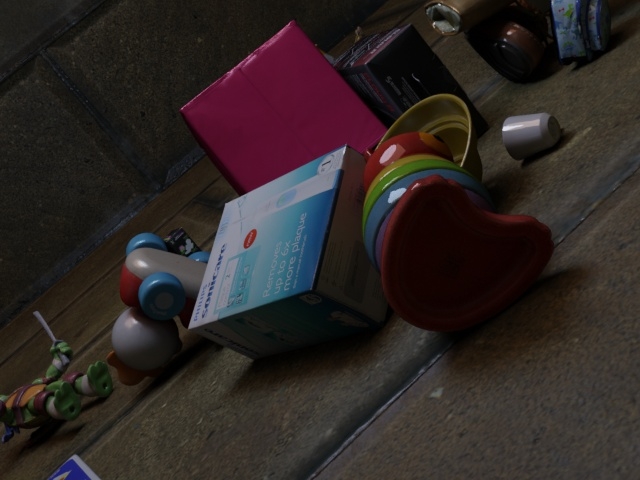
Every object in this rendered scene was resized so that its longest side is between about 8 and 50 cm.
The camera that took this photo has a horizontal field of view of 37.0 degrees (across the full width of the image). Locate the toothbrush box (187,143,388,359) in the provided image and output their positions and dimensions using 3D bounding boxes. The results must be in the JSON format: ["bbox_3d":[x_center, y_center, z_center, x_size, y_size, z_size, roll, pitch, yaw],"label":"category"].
[{"bbox_3d":[-0.032,0.026,1.314,0.295,0.126,0.216,-21,47,50],"label":"toothbrush box"}]

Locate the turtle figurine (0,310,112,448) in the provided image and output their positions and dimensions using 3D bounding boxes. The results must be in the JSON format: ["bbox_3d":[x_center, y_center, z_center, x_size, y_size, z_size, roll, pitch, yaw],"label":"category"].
[{"bbox_3d":[-0.539,0.247,1.784,0.266,0.198,0.274,-7,74,33],"label":"turtle figurine"}]

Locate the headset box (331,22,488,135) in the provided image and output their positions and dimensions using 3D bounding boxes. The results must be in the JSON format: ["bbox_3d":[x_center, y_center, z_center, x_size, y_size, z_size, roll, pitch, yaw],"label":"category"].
[{"bbox_3d":[0.142,-0.245,1.636,0.110,0.218,0.293,-42,16,-7],"label":"headset box"}]

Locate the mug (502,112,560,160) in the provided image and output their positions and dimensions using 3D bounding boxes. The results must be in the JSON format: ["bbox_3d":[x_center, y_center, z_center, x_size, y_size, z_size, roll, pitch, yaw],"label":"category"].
[{"bbox_3d":[0.297,-0.152,1.319,0.064,0.062,0.078,-13,36,43],"label":"mug"}]

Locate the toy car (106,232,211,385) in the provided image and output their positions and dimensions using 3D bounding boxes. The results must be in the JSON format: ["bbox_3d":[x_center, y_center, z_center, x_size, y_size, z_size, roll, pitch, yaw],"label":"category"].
[{"bbox_3d":[-0.265,0.145,1.628,0.238,0.210,0.219,-64,25,13],"label":"toy car"}]

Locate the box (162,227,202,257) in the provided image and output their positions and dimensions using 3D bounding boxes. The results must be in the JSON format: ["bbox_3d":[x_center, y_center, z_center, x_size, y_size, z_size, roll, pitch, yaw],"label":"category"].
[{"bbox_3d":[-0.324,0.019,2.218,0.052,0.083,0.062,-46,17,-24],"label":"box"}]

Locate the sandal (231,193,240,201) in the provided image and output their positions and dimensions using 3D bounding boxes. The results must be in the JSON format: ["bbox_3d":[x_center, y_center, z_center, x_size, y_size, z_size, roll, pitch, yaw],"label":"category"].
[{"bbox_3d":[-0.140,-0.069,2.111,0.079,0.088,0.240,-67,-7,28],"label":"sandal"}]

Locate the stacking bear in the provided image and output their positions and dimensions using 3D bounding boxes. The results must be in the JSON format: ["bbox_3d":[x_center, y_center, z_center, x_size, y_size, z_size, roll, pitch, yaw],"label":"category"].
[{"bbox_3d":[0.121,-0.036,1.107,0.164,0.175,0.289,-60,19,21],"label":"stacking bear"}]

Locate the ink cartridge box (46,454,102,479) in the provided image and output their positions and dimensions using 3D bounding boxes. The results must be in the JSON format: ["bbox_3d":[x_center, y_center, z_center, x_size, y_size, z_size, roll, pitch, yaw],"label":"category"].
[{"bbox_3d":[-0.381,0.428,1.217,0.303,0.072,0.307,-43,18,-18],"label":"ink cartridge box"}]

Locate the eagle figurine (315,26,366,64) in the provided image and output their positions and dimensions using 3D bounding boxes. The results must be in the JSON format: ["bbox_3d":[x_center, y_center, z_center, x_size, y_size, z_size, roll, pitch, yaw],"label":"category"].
[{"bbox_3d":[0.019,-0.371,2.275,0.298,0.225,0.226,-41,10,3],"label":"eagle figurine"}]

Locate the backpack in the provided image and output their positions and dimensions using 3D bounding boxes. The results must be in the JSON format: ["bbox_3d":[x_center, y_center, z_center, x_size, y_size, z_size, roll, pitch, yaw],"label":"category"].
[{"bbox_3d":[0.411,-0.349,1.507,0.084,0.114,0.105,-5,30,30],"label":"backpack"}]

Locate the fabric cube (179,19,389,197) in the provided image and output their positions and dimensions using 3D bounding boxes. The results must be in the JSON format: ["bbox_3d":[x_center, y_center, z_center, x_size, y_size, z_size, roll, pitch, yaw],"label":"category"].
[{"bbox_3d":[-0.054,-0.177,1.685,0.259,0.258,0.254,-39,-8,-4],"label":"fabric cube"}]

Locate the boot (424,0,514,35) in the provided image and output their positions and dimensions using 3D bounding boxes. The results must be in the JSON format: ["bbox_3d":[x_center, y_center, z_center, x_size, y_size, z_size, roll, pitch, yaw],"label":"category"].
[{"bbox_3d":[0.333,-0.425,1.567,0.269,0.089,0.236,-30,13,-10],"label":"boot"}]

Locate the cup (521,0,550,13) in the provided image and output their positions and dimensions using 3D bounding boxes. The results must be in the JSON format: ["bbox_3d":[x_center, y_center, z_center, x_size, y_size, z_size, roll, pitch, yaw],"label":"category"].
[{"bbox_3d":[0.395,-0.583,1.984,0.331,0.237,0.331,-36,15,11],"label":"cup"}]

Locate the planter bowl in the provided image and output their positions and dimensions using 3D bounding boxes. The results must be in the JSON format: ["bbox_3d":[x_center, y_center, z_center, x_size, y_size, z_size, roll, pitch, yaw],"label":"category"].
[{"bbox_3d":[0.159,-0.087,1.330,0.217,0.090,0.217,-38,37,36],"label":"planter bowl"}]

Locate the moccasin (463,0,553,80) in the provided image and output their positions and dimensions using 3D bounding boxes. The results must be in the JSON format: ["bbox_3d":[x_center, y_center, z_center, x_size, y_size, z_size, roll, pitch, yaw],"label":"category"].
[{"bbox_3d":[0.351,-0.378,1.725,0.147,0.139,0.380,-44,4,15],"label":"moccasin"}]
